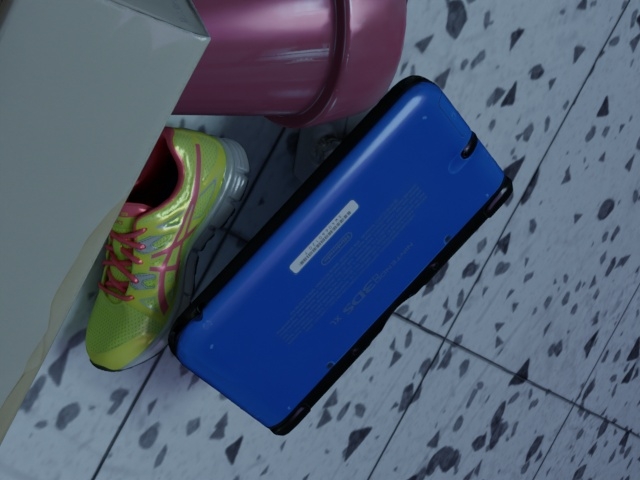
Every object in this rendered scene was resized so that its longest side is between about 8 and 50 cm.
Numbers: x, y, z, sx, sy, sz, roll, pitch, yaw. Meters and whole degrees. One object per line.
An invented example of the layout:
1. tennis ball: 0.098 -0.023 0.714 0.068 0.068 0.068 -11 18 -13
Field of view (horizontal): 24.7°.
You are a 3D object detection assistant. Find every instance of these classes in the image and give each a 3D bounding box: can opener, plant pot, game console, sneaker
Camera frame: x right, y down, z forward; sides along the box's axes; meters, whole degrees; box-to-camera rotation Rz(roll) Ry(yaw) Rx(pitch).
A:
1. can opener: 0.031 -0.166 1.270 0.093 0.074 0.280 -76 177 -59
2. plant pot: -0.069 -0.167 1.007 0.180 0.201 0.201 -16 129 -30
3. game console: 0.000 0.000 1.241 0.293 0.173 0.250 -47 137 -2
4. sneaker: -0.141 0.001 1.139 0.094 0.081 0.208 28 86 -50

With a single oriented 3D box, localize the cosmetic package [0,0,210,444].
1. cosmetic package: -0.194 -0.036 0.863 0.113 0.160 0.309 20 113 -28
